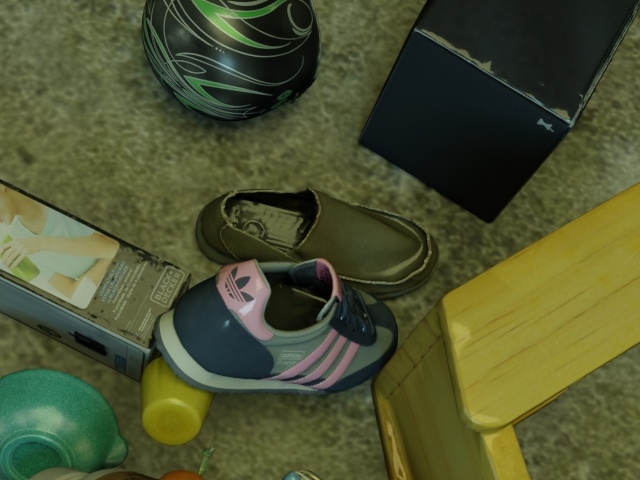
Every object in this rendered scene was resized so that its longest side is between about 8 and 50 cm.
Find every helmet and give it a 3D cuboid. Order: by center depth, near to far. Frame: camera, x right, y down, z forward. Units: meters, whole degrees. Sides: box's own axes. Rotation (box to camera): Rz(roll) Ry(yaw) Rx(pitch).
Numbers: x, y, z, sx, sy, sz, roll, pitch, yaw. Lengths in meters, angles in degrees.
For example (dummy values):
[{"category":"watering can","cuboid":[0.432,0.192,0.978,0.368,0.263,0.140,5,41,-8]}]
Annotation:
[{"category":"helmet","cuboid":[-0.098,-0.205,1.572,0.162,0.169,0.169,-13,74,-30]}]

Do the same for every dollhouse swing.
[{"category":"dollhouse swing","cuboid":[0.221,0.181,1.397,0.315,0.347,0.305,-29,78,-16]}]

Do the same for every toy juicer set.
[{"category":"toy juicer set","cuboid":[-0.251,0.210,1.433,0.329,0.209,0.089,-5,30,4]}]

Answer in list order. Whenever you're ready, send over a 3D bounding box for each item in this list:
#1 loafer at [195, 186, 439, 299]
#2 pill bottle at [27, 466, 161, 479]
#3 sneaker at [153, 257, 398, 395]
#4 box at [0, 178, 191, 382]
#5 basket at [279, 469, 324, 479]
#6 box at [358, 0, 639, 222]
[{"category":"loafer","cuboid":[0.000,0.000,1.559,0.251,0.087,0.094,7,71,-7]},{"category":"pill bottle","cuboid":[-0.158,0.260,1.278,0.131,0.229,0.131,-7,101,-43]},{"category":"sneaker","cuboid":[-0.003,0.072,1.435,0.319,0.131,0.112,-2,57,-54]},{"category":"box","cuboid":[-0.274,0.023,1.470,0.290,0.169,0.087,27,73,-1]},{"category":"basket","cuboid":[-0.027,0.372,1.377,0.255,0.201,0.289,37,79,9]},{"category":"box","cuboid":[0.201,-0.218,1.550,0.183,0.296,0.294,30,70,1]}]
